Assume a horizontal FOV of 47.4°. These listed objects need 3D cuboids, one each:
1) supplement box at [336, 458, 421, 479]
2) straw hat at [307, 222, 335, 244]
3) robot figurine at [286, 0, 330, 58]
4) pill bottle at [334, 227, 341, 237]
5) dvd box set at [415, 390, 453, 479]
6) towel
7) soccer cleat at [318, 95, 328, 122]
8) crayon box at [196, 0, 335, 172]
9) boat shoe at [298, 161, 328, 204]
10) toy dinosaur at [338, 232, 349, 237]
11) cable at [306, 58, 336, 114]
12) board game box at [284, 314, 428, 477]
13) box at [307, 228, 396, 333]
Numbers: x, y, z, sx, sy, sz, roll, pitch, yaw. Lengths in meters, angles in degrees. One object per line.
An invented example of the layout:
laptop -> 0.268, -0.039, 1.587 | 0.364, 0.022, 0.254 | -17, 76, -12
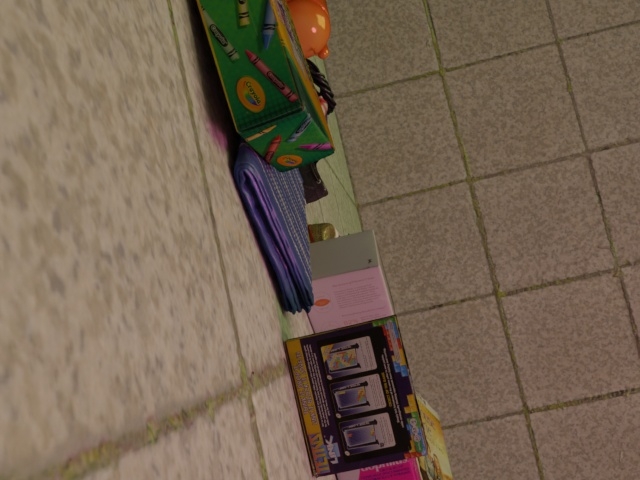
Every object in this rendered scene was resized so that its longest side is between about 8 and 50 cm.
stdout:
supplement box -> 0.078, 0.309, 1.077 | 0.114, 0.111, 0.220 | -78, 153, -74
straw hat -> 0.000, 0.000, 1.255 | 0.144, 0.061, 0.144 | -13, 90, -84
robot figurine -> -0.046, -0.462, 1.516 | 0.219, 0.128, 0.158 | -97, -174, -49
pill bottle -> 0.018, -0.009, 1.500 | 0.083, 0.043, 0.043 | 33, 44, -80
dvd box set -> 0.221, 0.518, 1.691 | 0.307, 0.062, 0.420 | 48, 23, -34
towel -> -0.068, -0.085, 1.001 | 0.336, 0.040, 0.243 | -97, 169, -54
soccer cleat -> -0.017, -0.248, 1.534 | 0.248, 0.083, 0.095 | -87, 161, -80
crayon box -> -0.074, -0.235, 0.856 | 0.165, 0.081, 0.278 | 36, 35, -75
boat shoe -> -0.025, -0.158, 1.286 | 0.080, 0.076, 0.228 | 70, 10, -49
toy dinosaur -> 0.031, 0.064, 1.325 | 0.118, 0.064, 0.268 | 105, -16, -49
cable -> -0.020, -0.349, 1.645 | 0.150, 0.047, 0.184 | 53, -5, -5
board game box -> 0.044, 0.189, 0.890 | 0.048, 0.141, 0.170 | 15, 62, -81
box -> 0.044, 0.085, 1.154 | 0.091, 0.130, 0.170 | -94, 169, -52
